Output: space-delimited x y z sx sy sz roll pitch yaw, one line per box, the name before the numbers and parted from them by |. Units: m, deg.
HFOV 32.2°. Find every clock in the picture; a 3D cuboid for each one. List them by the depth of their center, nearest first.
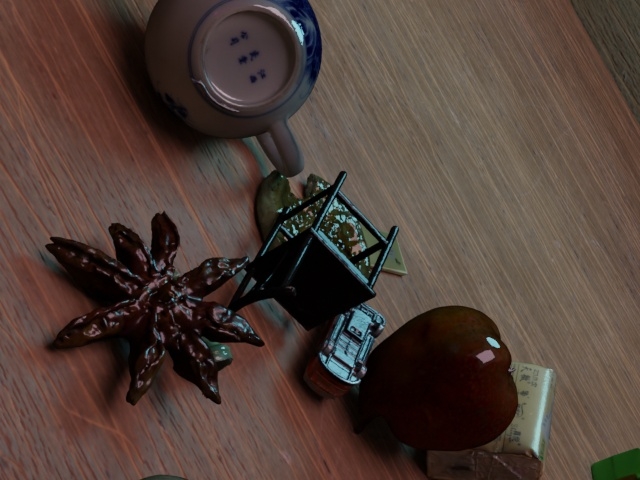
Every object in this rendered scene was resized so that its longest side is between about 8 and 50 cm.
clock | 0.637 0.546 2.089 0.255 0.106 0.220 35 40 -34

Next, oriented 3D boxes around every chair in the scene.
chair | -0.014 0.045 1.521 0.141 0.154 0.260 45 42 -16

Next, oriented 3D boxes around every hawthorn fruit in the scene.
hawthorn fruit | 0.159 0.213 1.595 0.208 0.248 0.208 158 -90 -87

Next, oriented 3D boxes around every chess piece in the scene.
chess piece | -0.165 0.097 1.405 0.059 0.059 0.149 -4 63 -55

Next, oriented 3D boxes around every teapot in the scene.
teapot | -0.130 -0.277 1.605 0.424 0.252 0.280 62 -7 -21

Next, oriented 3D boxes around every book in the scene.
book | 0.102 0.016 1.867 0.111 0.014 0.077 15 54 -48

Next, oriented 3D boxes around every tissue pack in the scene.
tissue pack | 0.268 0.281 1.727 0.222 0.186 0.090 -66 154 -54

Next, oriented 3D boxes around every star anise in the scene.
star anise | -0.195 0.070 1.321 0.288 0.088 0.288 17 49 -20

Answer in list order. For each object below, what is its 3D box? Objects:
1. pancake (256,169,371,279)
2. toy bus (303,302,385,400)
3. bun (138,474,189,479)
pancake | 0.000 0.000 1.720 0.253 0.037 0.254 34 40 -34
toy bus | 0.030 0.156 1.594 0.079 0.077 0.174 37 37 -7
bun | -0.154 0.381 1.097 0.283 0.179 0.283 59 12 -21
